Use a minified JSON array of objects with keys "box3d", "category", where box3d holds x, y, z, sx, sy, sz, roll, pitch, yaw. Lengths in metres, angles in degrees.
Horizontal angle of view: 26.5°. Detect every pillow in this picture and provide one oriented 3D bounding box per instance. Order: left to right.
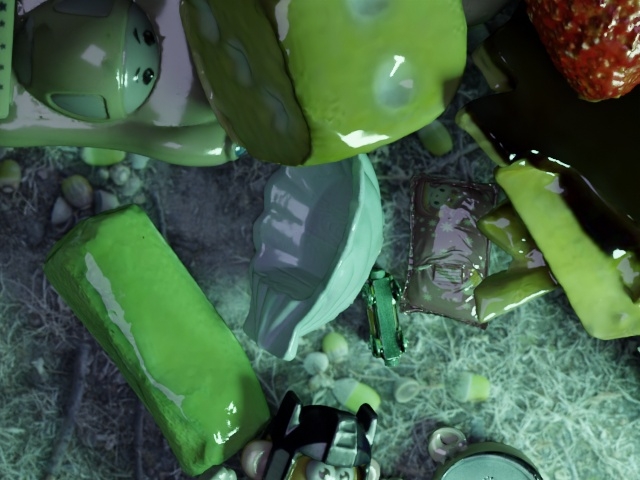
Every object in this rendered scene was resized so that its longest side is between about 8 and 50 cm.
[{"box3d":[0.160,0.012,1.680,0.118,0.043,0.184,7,92,7],"category":"pillow"}]

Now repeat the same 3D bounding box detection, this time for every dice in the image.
[{"box3d":[0.003,-0.224,1.465,0.227,0.238,0.233,-25,111,-26],"category":"dice"}]

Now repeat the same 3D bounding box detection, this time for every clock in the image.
[{"box3d":[0.209,0.333,1.699,0.156,0.063,0.229,-34,93,3],"category":"clock"}]

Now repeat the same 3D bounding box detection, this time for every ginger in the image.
[{"box3d":[0.270,-0.104,1.572,0.358,0.211,0.413,24,57,-22],"category":"ginger"}]

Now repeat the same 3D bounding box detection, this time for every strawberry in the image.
[{"box3d":[0.310,-0.277,1.405,0.257,0.257,0.276,5,109,1],"category":"strawberry"}]

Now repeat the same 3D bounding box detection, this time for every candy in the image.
[{"box3d":[-0.196,0.118,1.661,0.142,0.132,0.343,-37,97,-38],"category":"candy"}]

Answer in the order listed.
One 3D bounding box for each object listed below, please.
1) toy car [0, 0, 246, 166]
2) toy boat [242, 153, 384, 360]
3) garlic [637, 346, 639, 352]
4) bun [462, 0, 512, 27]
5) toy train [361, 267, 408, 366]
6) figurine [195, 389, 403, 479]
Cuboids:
[{"box3d":[-0.243,-0.215,1.573,0.336,0.226,0.242,5,96,1],"category":"toy car"},{"box3d":[0.000,0.000,1.627,0.100,0.199,0.290,18,97,-34],"category":"toy boat"},{"box3d":[0.513,0.138,1.575,0.325,0.132,0.279,25,90,-46],"category":"garlic"},{"box3d":[0.148,-0.347,1.599,0.231,0.133,0.231,2,72,-8],"category":"bun"},{"box3d":[0.075,0.092,1.668,0.050,0.081,0.122,-9,96,-7],"category":"toy train"},{"box3d":[-0.026,0.319,1.647,0.143,0.308,0.308,25,97,39],"category":"figurine"}]
